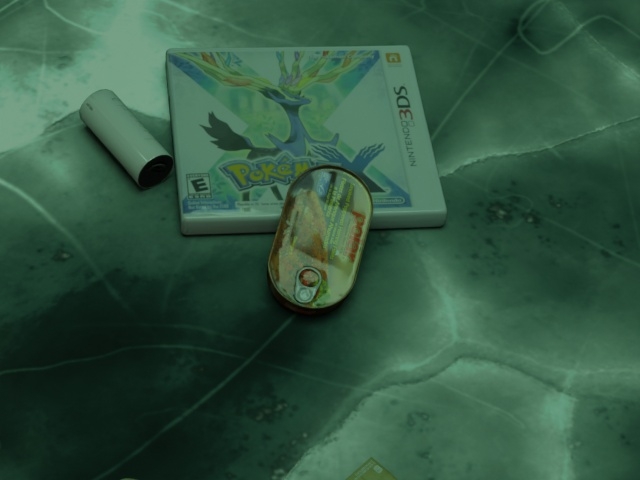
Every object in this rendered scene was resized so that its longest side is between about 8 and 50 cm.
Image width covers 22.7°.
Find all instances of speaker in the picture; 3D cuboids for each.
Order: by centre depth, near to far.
[{"bbox_3d":[-0.241,-0.127,1.984,0.055,0.055,0.136,-28,59,-27],"label":"speaker"}]

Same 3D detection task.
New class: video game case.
[{"bbox_3d":[-0.024,-0.134,2.030,0.329,0.036,0.300,-2,50,-9],"label":"video game case"}]

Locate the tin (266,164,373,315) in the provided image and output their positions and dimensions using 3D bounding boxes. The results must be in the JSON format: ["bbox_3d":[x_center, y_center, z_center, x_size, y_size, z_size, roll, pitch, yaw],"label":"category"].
[{"bbox_3d":[0.000,0.000,1.894,0.106,0.040,0.190,15,65,3],"label":"tin"}]

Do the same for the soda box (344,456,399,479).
[{"bbox_3d":[0.011,0.309,1.651,0.061,0.058,0.181,39,55,23],"label":"soda box"}]

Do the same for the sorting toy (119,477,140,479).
[{"bbox_3d":[-0.159,0.332,1.596,0.193,0.038,0.208,6,42,25],"label":"sorting toy"}]
